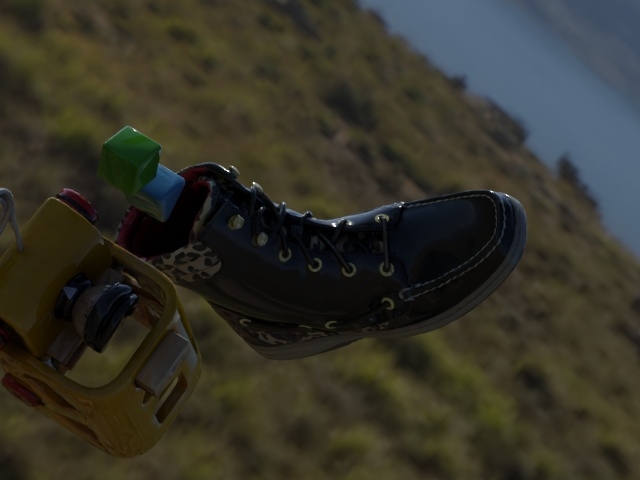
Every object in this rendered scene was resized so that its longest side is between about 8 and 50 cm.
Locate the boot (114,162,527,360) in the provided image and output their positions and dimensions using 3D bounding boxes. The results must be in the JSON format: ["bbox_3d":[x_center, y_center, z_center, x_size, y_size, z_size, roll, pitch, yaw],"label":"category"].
[{"bbox_3d":[-0.001,0.002,1.313,0.178,0.236,0.085,33,46,-46],"label":"boot"}]

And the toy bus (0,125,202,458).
[{"bbox_3d":[-0.127,0.052,1.136,0.104,0.191,0.202,29,28,15],"label":"toy bus"}]
